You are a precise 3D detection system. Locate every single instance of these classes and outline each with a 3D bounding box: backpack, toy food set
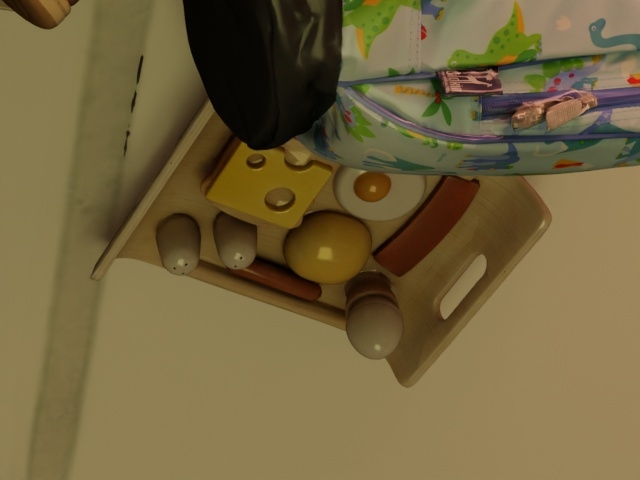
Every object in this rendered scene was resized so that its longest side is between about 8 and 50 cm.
[{"bbox_3d":[0.113,-0.148,1.016,0.355,0.290,0.273,-20,91,-13],"label":"backpack"},{"bbox_3d":[0.000,0.000,1.240,0.306,0.092,0.220,20,125,-25],"label":"toy food set"}]

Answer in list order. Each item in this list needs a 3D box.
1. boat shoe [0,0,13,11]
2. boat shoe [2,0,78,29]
[{"bbox_3d":[-0.315,-0.229,0.985,0.324,0.116,0.097,12,86,-7],"label":"boat shoe"},{"bbox_3d":[-0.216,-0.288,0.884,0.123,0.123,0.342,-34,100,-12],"label":"boat shoe"}]
